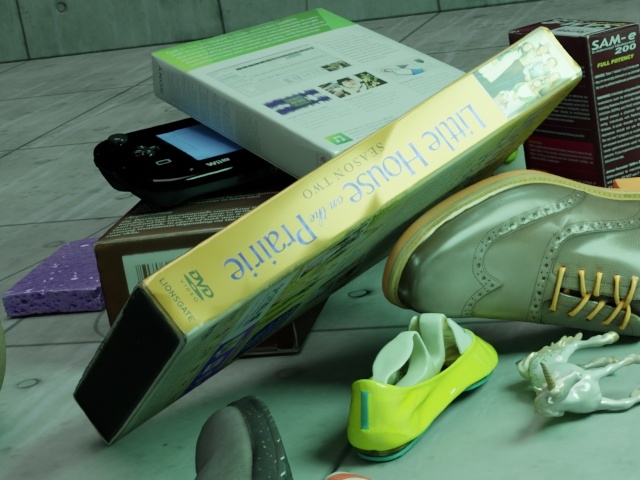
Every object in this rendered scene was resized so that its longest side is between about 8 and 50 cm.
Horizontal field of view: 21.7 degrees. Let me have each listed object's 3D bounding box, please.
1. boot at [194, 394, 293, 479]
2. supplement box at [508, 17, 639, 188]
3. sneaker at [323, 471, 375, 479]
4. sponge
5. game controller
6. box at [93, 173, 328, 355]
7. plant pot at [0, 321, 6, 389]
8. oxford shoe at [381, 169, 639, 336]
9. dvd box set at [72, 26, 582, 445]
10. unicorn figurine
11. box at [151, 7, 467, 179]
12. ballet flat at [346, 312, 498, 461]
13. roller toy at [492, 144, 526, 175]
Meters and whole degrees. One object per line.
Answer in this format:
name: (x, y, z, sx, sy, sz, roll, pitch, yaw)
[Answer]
boot: (-0.116, 0.208, 1.083, 0.223, 0.118, 0.338, -17, 12, -6)
supplement box: (0.271, -0.102, 1.710, 0.073, 0.239, 0.130, -18, 17, -28)
sneaker: (0.063, 0.187, 0.992, 0.057, 0.161, 0.075, -54, 14, 1)
sponge: (-0.275, 0.038, 1.937, 0.117, 0.031, 0.210, -6, 16, 14)
game controller: (-0.072, -0.105, 1.752, 0.319, 0.067, 0.166, -17, 18, -27)
box: (-0.085, 0.000, 1.761, 0.191, 0.143, 0.381, -6, 17, 14)
plant pot: (-0.398, 0.105, 1.439, 0.263, 0.263, 0.229, 1, -1, 33)
oxford shoe: (0.226, 0.019, 1.467, 0.364, 0.130, 0.133, -9, 35, -28)
dvd box set: (0.000, 0.000, 1.398, 0.420, 0.062, 0.307, -34, -7, -25)
unicorn figurine: (0.206, 0.112, 1.344, 0.111, 0.060, 0.162, -14, 0, -14)
box: (0.006, -0.151, 1.732, 0.232, 0.058, 0.322, -20, 35, -32)
ballet flat: (0.087, 0.104, 1.385, 0.077, 0.077, 0.231, -3, 16, 29)
roller toy: (0.289, -0.168, 2.115, 0.191, 0.146, 0.209, -4, 15, 17)
